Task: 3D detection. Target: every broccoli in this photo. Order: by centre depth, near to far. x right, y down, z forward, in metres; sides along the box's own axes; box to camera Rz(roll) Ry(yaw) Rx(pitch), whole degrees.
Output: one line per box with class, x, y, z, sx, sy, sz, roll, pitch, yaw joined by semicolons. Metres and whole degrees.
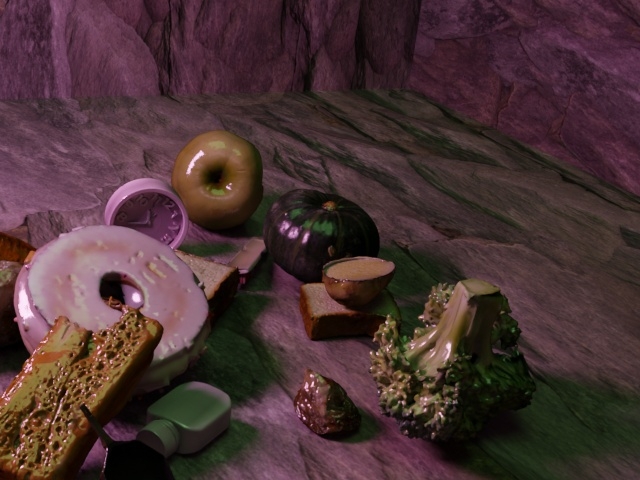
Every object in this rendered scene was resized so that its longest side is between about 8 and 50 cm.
broccoli;0.251;0.224;1.831;0.277;0.317;0.338;31;1;41

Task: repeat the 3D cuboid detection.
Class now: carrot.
carrot;-0.683;0.036;2.041;0.302;0.114;0.114;33;6;-35

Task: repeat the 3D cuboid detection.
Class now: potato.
potato;0.088;0.096;2.151;0.164;0.081;0.200;7;18;24

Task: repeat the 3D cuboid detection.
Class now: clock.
clock;-0.424;-0.050;2.360;0.197;0.197;0.068;-2;25;-20

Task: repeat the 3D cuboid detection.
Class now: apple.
apple;-0.276;-0.159;2.587;0.279;0.279;0.279;6;23;-2

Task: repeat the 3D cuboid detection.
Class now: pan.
pan;-0.308;0.350;1.525;0.128;0.048;0.202;2;55;-54

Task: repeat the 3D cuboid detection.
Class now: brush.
brush;-0.174;0.047;2.409;0.060;0.050;0.321;7;15;7

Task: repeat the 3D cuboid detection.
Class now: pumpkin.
pumpkin;0.000;0.000;2.366;0.300;0.207;0.300;20;19;-7

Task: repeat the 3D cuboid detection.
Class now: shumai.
shumai;0.019;0.302;1.801;0.123;0.105;0.139;-1;49;-26
shumai;-0.671;0.112;1.915;0.218;0.189;0.256;17;13;27

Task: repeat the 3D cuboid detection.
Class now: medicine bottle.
medicine bottle;-0.244;0.320;1.698;0.119;0.069;0.183;18;24;23

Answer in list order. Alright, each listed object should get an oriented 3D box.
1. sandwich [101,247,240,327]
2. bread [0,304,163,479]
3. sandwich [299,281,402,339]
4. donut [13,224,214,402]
sandwich;-0.354;0.107;2.139;0.301;0.099;0.271;15;28;11
bread;-0.419;0.248;1.588;0.185;0.109;0.380;28;50;4
sandwich;0.063;0.159;2.177;0.214;0.065;0.186;1;23;-13
donut;-0.396;0.141;1.848;0.382;0.142;0.383;14;46;-15
